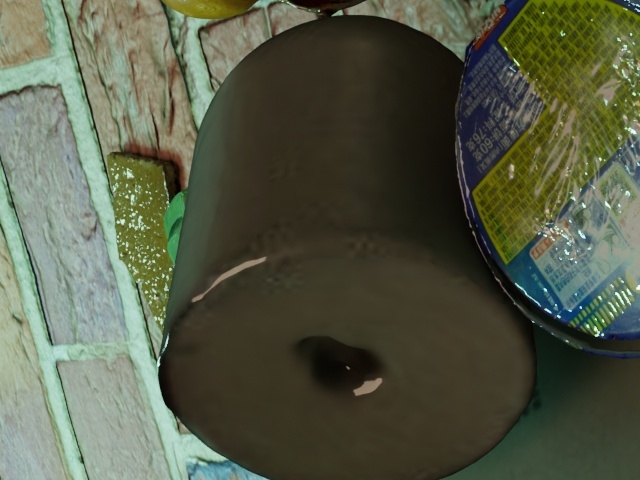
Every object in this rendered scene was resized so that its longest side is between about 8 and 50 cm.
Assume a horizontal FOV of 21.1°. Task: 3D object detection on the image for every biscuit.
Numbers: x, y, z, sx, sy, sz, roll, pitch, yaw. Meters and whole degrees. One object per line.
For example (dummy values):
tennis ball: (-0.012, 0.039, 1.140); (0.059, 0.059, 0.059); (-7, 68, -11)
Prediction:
biscuit: (-0.219, 0.006, 2.219); (0.131, 0.026, 0.237); (14, 115, 48)

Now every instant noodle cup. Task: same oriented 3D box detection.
instant noodle cup: (0.306, -0.083, 1.336); (0.284, 0.312, 0.284); (21, 119, 45)

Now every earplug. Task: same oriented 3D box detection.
earplug: (0.022, -0.016, 1.548); (0.394, 0.313, 0.312); (-90, 19, -47)

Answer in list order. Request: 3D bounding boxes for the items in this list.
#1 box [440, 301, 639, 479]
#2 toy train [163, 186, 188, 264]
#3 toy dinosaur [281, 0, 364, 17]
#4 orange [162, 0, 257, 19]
box: (0.165, 0.169, 1.596); (0.373, 0.090, 0.367); (-34, 44, 32)
toy train: (-0.147, 0.011, 2.092); (0.149, 0.081, 0.099); (60, 140, 14)
toy dinosaur: (0.073, -0.311, 1.613); (0.327, 0.206, 0.113); (-18, 115, 43)
orange: (-0.113, -0.314, 1.886); (0.136, 0.159, 0.159); (37, 147, -22)
